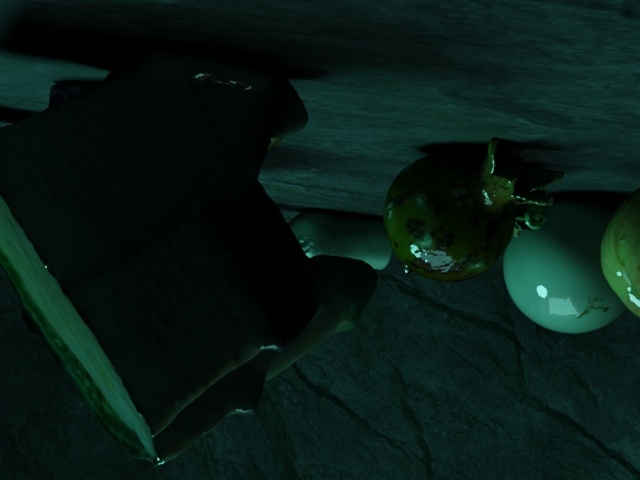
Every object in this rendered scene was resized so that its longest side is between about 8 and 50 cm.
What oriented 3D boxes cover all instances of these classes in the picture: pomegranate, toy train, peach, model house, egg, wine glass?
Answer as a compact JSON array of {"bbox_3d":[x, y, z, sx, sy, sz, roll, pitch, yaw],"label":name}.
[{"bbox_3d":[0.164,-0.029,1.462,0.156,0.156,0.220,8,169,-41],"label":"pomegranate"},{"bbox_3d":[0.222,-0.043,1.577,0.050,0.087,0.138,3,177,-27],"label":"toy train"},{"bbox_3d":[0.435,0.005,1.488,0.232,0.232,0.232,4,175,0],"label":"peach"},{"bbox_3d":[-0.118,-0.007,1.123,0.284,0.298,0.243,-33,-172,-16],"label":"model house"},{"bbox_3d":[0.348,0.034,1.813,0.183,0.183,0.264,2,-179,25],"label":"egg"},{"bbox_3d":[0.000,0.000,2.203,0.231,0.103,0.103,2,176,-21],"label":"wine glass"}]

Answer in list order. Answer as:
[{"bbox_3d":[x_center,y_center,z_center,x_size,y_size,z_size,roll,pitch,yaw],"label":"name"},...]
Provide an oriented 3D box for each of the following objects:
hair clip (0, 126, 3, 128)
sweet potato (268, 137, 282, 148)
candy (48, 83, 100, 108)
[{"bbox_3d":[-0.400,-0.097,1.455,0.278,0.090,0.137,6,177,-17],"label":"hair clip"},{"bbox_3d":[-0.086,-0.096,1.370,0.067,0.067,0.274,6,173,-21],"label":"sweet potato"},{"bbox_3d":[-0.196,-0.103,1.305,0.092,0.073,0.160,1,174,15],"label":"candy"}]
